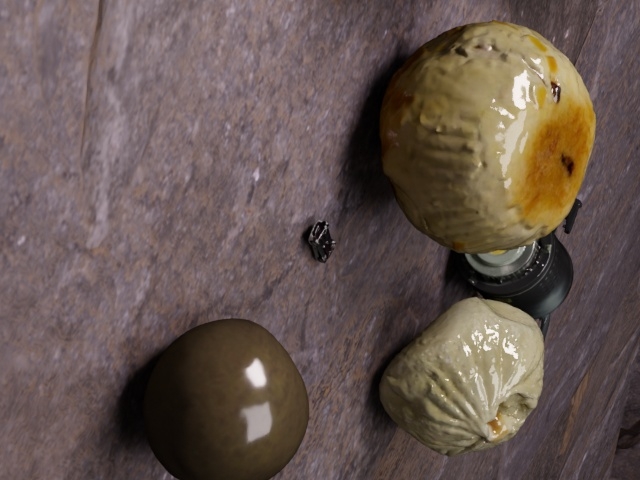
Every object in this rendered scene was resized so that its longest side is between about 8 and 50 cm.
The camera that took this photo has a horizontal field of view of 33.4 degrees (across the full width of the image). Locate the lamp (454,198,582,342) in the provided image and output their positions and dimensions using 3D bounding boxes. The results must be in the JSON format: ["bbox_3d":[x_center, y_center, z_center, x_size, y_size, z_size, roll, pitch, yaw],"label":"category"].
[{"bbox_3d":[0.395,0.051,2.208,0.272,0.205,0.373,2,107,-57],"label":"lamp"}]

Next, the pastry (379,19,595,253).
[{"bbox_3d":[0.258,-0.172,1.749,0.389,0.313,0.388,-17,114,-44],"label":"pastry"}]

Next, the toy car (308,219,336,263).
[{"bbox_3d":[0.000,0.000,1.705,0.041,0.025,0.093,-58,151,-24],"label":"toy car"}]

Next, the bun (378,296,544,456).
[{"bbox_3d":[0.296,0.284,2.069,0.349,0.227,0.352,-15,140,-31],"label":"bun"}]

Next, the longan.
[{"bbox_3d":[-0.120,0.221,1.445,0.248,0.248,0.248,-35,135,-45],"label":"longan"}]
